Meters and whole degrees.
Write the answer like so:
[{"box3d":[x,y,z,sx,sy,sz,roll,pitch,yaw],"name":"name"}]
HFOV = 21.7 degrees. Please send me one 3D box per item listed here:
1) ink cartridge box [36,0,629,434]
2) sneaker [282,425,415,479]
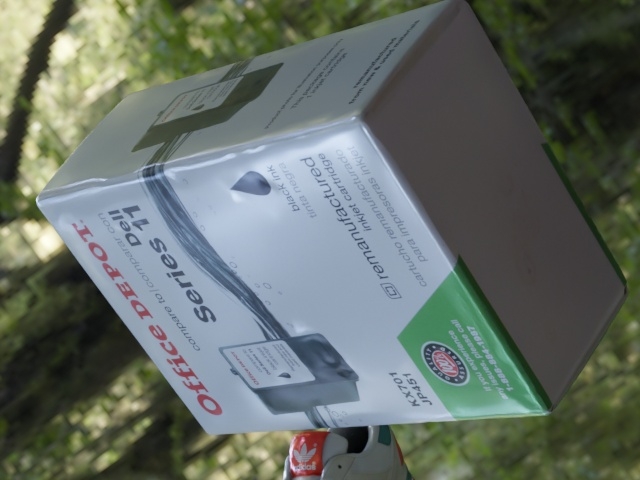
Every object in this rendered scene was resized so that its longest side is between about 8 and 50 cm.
[{"box3d":[0.000,0.000,0.715,0.153,0.208,0.087,56,-130,-22],"name":"ink cartridge box"},{"box3d":[-0.008,0.136,0.814,0.161,0.057,0.075,-45,-55,-47],"name":"sneaker"}]
